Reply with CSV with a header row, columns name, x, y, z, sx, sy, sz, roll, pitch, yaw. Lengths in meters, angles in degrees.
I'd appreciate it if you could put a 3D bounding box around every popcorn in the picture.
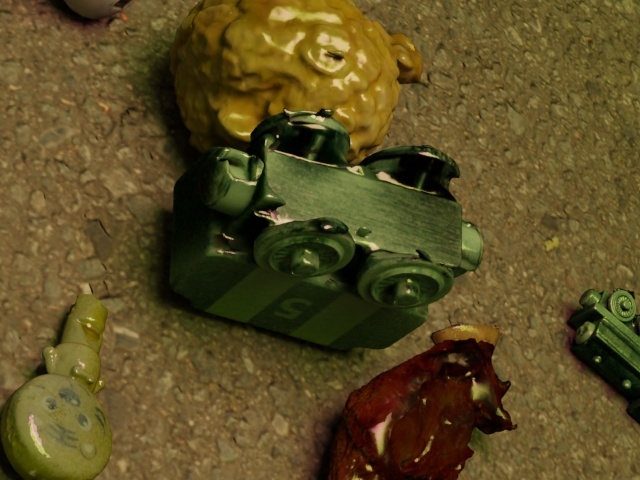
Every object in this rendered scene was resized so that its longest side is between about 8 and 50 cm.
name,x,y,z,sx,sy,sz,roll,pitch,yaw
popcorn,-0.022,-0.171,1.584,0.251,0.237,0.206,-10,100,-31

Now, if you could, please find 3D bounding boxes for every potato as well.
name,x,y,z,sx,sy,sz,roll,pitch,yaw
potato,0.171,0.114,1.693,0.093,0.037,0.036,4,66,-37

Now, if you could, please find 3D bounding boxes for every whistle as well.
name,x,y,z,sx,sy,sz,roll,pitch,yaw
whistle,-0.229,0.135,1.362,0.104,0.057,0.198,36,39,-30

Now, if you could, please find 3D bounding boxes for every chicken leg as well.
name,x,y,z,sx,sy,sz,roll,pitch,yaw
chicken leg,0.067,0.221,1.514,0.407,0.096,0.158,-49,117,-43

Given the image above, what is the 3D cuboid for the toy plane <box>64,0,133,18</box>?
name,x,y,z,sx,sy,sz,roll,pitch,yaw
toy plane,-0.204,-0.358,1.572,0.122,0.267,0.267,22,45,12

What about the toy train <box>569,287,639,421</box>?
name,x,y,z,sx,sy,sz,roll,pitch,yaw
toy train,0.368,0.133,1.815,0.170,0.071,0.111,39,53,-11

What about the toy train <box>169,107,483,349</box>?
name,x,y,z,sx,sy,sz,roll,pitch,yaw
toy train,0.000,0.000,1.488,0.299,0.238,0.167,18,54,-26
